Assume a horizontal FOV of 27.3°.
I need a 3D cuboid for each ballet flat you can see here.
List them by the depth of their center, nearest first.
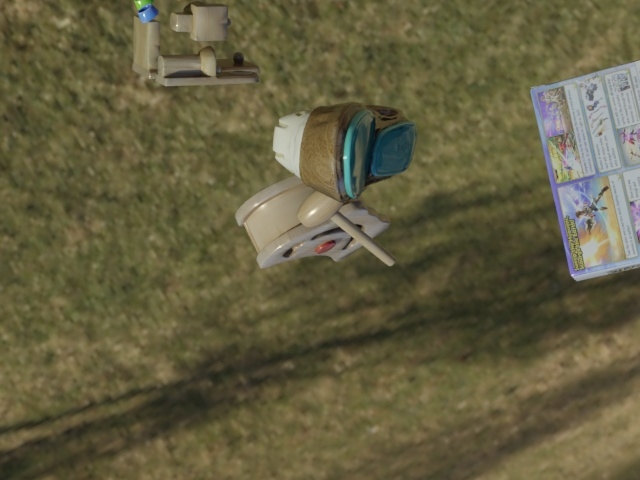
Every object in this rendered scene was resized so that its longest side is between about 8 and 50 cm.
[{"bbox_3d":[0.018,-0.114,1.526,0.342,0.124,0.116,-29,129,-71],"label":"ballet flat"}]

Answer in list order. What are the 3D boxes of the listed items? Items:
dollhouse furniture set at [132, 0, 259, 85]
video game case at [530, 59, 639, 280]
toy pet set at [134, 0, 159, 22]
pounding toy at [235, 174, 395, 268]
[{"bbox_3d":[-0.109,-0.237,1.337,0.123,0.144,0.151,-5,109,-26],"label":"dollhouse furniture set"},{"bbox_3d":[0.428,-0.103,1.754,0.244,0.269,0.061,-13,168,16],"label":"video game case"},{"bbox_3d":[-0.108,-0.234,0.982,0.114,0.122,0.065,-31,120,3],"label":"toy pet set"},{"bbox_3d":[0.000,0.000,1.664,0.154,0.155,0.269,-30,165,12],"label":"pounding toy"}]
